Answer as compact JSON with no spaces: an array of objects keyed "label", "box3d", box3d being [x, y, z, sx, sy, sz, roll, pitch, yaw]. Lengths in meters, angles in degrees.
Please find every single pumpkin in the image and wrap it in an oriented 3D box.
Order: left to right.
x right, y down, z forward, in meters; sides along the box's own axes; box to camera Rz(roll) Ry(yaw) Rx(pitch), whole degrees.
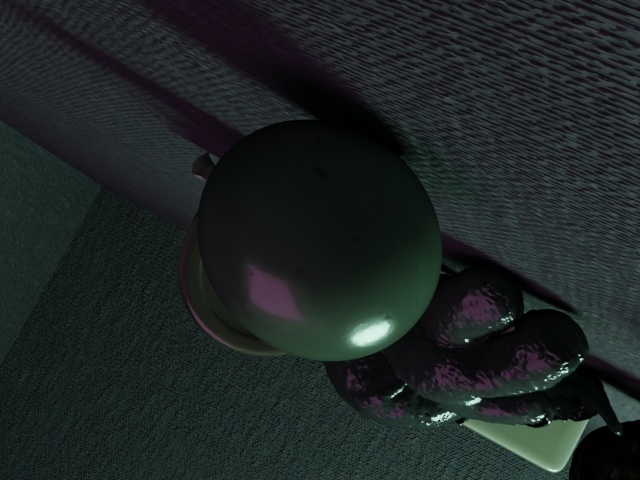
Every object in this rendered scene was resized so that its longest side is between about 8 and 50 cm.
[{"label":"pumpkin","box3d":[0.410,0.294,1.378,0.238,0.159,0.238,18,154,9]}]

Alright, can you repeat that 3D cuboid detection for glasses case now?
[{"label":"glasses case","box3d":[0.238,0.211,1.688,0.313,0.131,0.070,29,175,-12]}]

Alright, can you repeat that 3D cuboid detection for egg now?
[{"label":"egg","box3d":[0.000,0.000,0.757,0.149,0.149,0.192,25,169,38]}]

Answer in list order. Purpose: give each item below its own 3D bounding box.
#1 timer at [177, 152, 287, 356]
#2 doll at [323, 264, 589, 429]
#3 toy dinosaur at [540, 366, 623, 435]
[{"label":"timer","box3d":[-0.064,-0.008,1.209,0.175,0.175,0.266,30,-170,-16]},{"label":"doll","box3d":[0.136,0.092,1.164,0.246,0.158,0.340,37,146,-6]},{"label":"toy dinosaur","box3d":[0.292,0.179,1.415,0.120,0.079,0.292,23,175,5]}]
